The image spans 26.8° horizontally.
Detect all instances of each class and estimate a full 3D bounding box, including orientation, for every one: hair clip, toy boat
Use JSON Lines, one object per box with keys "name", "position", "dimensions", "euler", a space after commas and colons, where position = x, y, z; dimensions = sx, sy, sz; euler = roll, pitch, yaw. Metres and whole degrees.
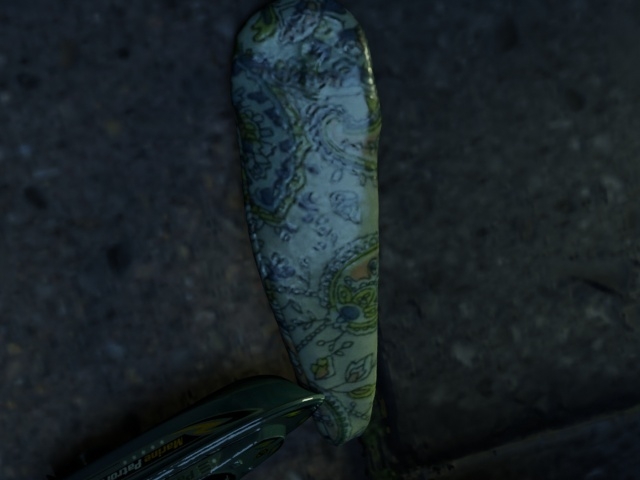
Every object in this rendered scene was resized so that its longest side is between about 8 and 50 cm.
{"name": "hair clip", "position": [0.000, 0.001, 0.618], "dimensions": [0.066, 0.036, 0.229], "euler": [-7, 113, -2]}
{"name": "toy boat", "position": [-0.061, 0.105, 0.634], "dimensions": [0.141, 0.060, 0.055], "euler": [-29, 159, 2]}
